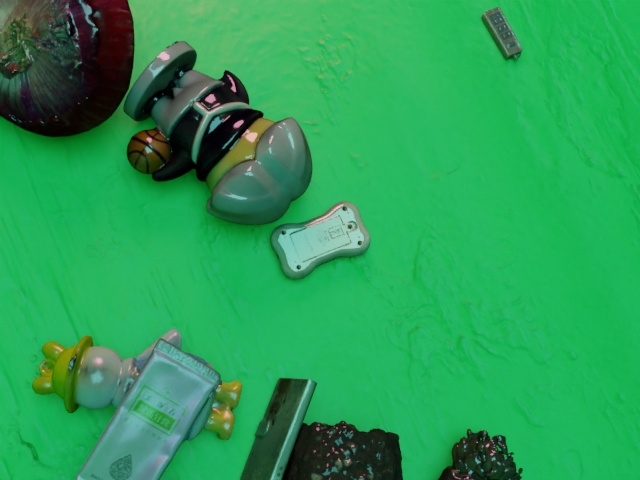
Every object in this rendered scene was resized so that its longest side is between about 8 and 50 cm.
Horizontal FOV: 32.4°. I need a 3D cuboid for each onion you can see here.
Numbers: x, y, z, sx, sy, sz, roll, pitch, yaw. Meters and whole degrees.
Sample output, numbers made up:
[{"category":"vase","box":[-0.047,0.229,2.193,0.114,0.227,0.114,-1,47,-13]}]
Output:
[{"category":"onion","box":[-0.322,-0.249,1.328,0.161,0.248,0.248,-28,81,-44]}]

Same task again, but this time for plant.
[{"category":"plant","box":[0.181,0.297,1.325,0.092,0.094,0.143,35,79,12]},{"category":"plant","box":[0.011,0.347,1.258,0.149,0.146,0.274,12,76,-8]}]

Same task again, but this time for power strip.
[{"category":"power strip","box":[0.249,-0.281,1.504,0.027,0.017,0.083,-27,81,-11]}]

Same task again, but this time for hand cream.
[{"category":"hand cream","box":[-0.214,0.249,1.233,0.079,0.050,0.275,34,84,-33]}]

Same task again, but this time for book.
[{"category":"book","box":[-0.052,0.227,1.301,0.017,0.103,0.135,26,75,-19]}]

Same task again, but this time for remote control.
[{"category":"remote control","box":[0.000,0.000,1.396,0.122,0.032,0.074,-20,81,-13]}]

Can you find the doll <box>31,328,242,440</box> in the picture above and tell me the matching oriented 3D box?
[{"category":"doll","box":[-0.214,0.171,1.294,0.241,0.099,0.135,14,104,-4]}]

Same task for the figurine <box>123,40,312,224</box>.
[{"category":"figurine","box":[-0.126,-0.116,1.356,0.236,0.133,0.176,40,84,5]}]
